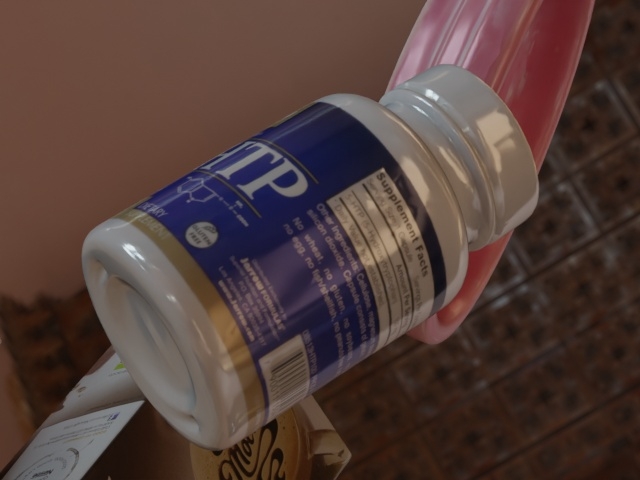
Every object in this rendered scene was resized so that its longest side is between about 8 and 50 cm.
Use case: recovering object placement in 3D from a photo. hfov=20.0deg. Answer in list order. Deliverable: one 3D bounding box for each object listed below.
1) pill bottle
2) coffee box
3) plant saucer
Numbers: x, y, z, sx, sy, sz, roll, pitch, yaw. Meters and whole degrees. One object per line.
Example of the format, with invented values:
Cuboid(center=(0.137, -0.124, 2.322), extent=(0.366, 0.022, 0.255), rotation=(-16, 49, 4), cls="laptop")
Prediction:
Cuboid(center=(0.000, 0.000, 0.801), extent=(0.112, 0.186, 0.112), rotation=(45, 154, 29), cls="pill bottle")
Cuboid(center=(-0.124, 0.192, 1.260), extent=(0.168, 0.119, 0.297), rotation=(58, -136, -18), cls="coffee box")
Cuboid(center=(0.111, -0.089, 1.345), extent=(0.084, 0.332, 0.332), rotation=(22, -175, 13), cls="plant saucer")
